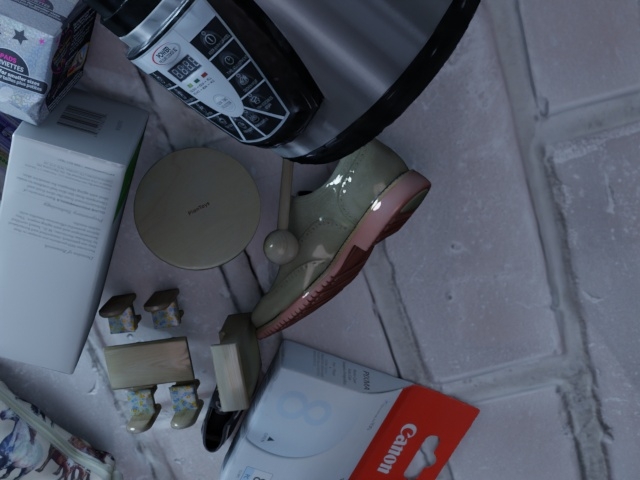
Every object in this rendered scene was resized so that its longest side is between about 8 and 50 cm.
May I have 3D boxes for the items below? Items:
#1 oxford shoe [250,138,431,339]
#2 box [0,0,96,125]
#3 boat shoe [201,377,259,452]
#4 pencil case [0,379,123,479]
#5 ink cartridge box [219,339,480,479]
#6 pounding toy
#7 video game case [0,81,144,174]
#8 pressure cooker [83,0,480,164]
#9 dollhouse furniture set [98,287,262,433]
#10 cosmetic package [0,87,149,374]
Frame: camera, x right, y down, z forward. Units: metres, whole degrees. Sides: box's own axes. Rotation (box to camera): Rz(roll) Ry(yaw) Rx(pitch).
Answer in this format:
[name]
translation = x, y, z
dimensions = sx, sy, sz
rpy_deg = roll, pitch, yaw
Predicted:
[oxford shoe]
translation = 0.000, 0.000, 1.346
dimensions = 0.146, 0.140, 0.397
rpy_deg = 48, 118, 10
[box]
translation = -0.437, -0.282, 1.121
dimensions = 0.247, 0.163, 0.142
rpy_deg = 21, 126, -5
[boat shoe]
translation = -0.159, 0.286, 1.525
dimensions = 0.075, 0.065, 0.206
rpy_deg = 20, 118, -9
[pencil case]
translation = -0.538, 0.339, 1.511
dimensions = 0.183, 0.160, 0.410
rpy_deg = -31, 115, 33
[ink cartridge box]
translation = 0.050, 0.371, 1.555
dimensions = 0.384, 0.091, 0.308
rpy_deg = 21, 118, -9
[pounding toy]
translation = -0.153, -0.038, 1.304
dimensions = 0.236, 0.110, 0.183
rpy_deg = -1, 78, -4
[video game case]
translation = -0.405, -0.157, 1.304
dimensions = 0.212, 0.023, 0.193
rpy_deg = 40, 113, -20
[pressure cooker]
translation = -0.073, -0.333, 0.990
dimensions = 0.420, 0.375, 0.370
rpy_deg = 36, 104, -24
[dollhouse furniture set]
translation = -0.229, 0.199, 1.394
dimensions = 0.242, 0.161, 0.212
rpy_deg = -8, 104, 6
[cosmetic package]
translation = -0.375, -0.014, 1.261
dimensions = 0.155, 0.197, 0.366
rpy_deg = 15, 121, -9
